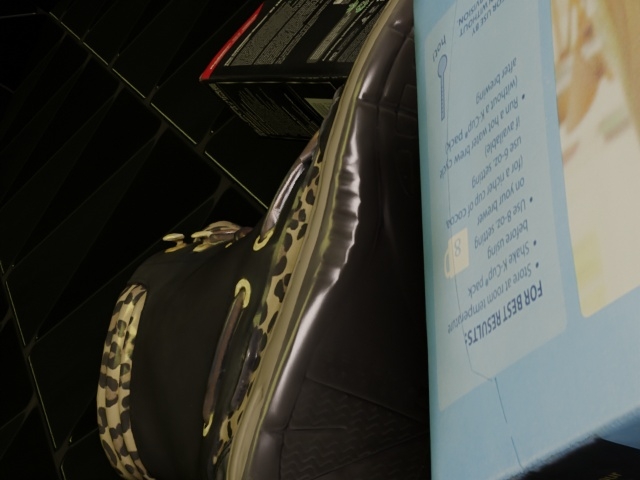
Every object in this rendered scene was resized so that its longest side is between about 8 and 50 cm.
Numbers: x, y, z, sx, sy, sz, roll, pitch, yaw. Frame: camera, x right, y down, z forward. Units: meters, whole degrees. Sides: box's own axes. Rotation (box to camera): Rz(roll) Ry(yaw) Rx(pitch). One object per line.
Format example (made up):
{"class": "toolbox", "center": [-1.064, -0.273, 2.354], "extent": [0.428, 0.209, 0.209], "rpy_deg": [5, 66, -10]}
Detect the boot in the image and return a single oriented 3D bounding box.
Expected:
{"class": "boot", "center": [0.000, 0.000, 0.842], "extent": [0.284, 0.138, 0.377], "rpy_deg": [-8, 60, 63]}

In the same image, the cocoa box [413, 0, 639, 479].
{"class": "cocoa box", "center": [0.203, -0.051, 0.431], "extent": [0.347, 0.228, 0.231], "rpy_deg": [136, 140, -55]}

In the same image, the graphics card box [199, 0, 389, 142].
{"class": "graphics card box", "center": [0.053, -0.190, 1.189], "extent": [0.233, 0.094, 0.371], "rpy_deg": [-49, 19, -11]}
